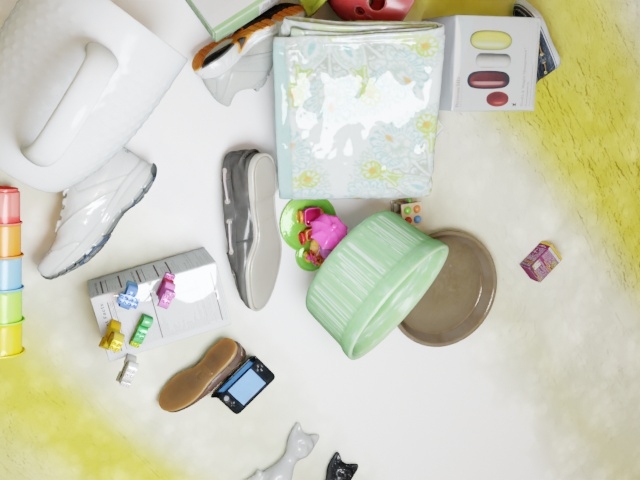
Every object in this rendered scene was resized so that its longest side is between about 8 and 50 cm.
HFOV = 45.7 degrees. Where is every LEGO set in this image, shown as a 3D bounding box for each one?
[{"bbox_3d":[-0.342,0.162,1.371,0.087,0.093,0.227,23,94,-22],"label":"LEGO set"}]

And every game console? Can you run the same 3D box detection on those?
[{"bbox_3d":[-0.164,0.312,1.627,0.122,0.071,0.107,-44,112,-5],"label":"game console"}]

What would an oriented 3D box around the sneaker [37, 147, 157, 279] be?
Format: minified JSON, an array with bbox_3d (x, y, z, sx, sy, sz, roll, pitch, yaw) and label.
[{"bbox_3d":[-0.442,-0.056,1.444,0.129,0.111,0.297,38,84,-7],"label":"sneaker"}]

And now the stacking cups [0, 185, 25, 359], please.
[{"bbox_3d":[-0.601,0.057,1.413,0.096,0.096,0.316,-1,98,-19],"label":"stacking cups"}]

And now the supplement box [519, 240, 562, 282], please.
[{"bbox_3d":[0.531,0.051,1.830,0.083,0.043,0.055,-44,112,-7],"label":"supplement box"}]

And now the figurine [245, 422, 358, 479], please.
[{"bbox_3d":[-0.041,0.544,1.723,0.215,0.092,0.209,43,78,-22],"label":"figurine"}]

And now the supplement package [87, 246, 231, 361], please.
[{"bbox_3d":[-0.319,0.120,1.495,0.244,0.134,0.139,-16,107,-16],"label":"supplement package"}]

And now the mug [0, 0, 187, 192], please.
[{"bbox_3d":[-0.416,-0.243,1.253,0.276,0.374,0.328,34,96,-28],"label":"mug"}]

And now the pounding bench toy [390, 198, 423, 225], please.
[{"bbox_3d":[0.191,-0.076,1.669,0.052,0.065,0.083,-9,105,-17],"label":"pounding bench toy"}]

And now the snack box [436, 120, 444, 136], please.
[{"bbox_3d":[0.090,-0.272,1.591,0.322,0.060,0.187,40,89,-22],"label":"snack box"}]

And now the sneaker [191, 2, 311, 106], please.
[{"bbox_3d":[-0.122,-0.365,1.491,0.262,0.099,0.121,-35,130,-11],"label":"sneaker"}]

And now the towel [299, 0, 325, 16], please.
[{"bbox_3d":[-0.061,-0.542,1.417,0.021,0.102,0.237,-34,90,-34],"label":"towel"}]

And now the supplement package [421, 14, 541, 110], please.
[{"bbox_3d":[0.334,-0.373,1.608,0.203,0.149,0.194,-5,104,-19],"label":"supplement package"}]

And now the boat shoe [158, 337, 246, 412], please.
[{"bbox_3d":[-0.242,0.291,1.596,0.207,0.073,0.073,-38,152,-2],"label":"boat shoe"}]

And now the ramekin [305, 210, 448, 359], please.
[{"bbox_3d":[0.109,0.084,1.555,0.148,0.303,0.303,41,86,18],"label":"ramekin"}]

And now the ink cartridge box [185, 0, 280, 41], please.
[{"bbox_3d":[-0.198,-0.521,1.440,0.171,0.056,0.235,-36,87,-9],"label":"ink cartridge box"}]

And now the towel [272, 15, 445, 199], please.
[{"bbox_3d":[0.071,-0.247,1.479,0.320,0.090,0.374,1,123,0],"label":"towel"}]

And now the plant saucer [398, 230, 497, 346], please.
[{"bbox_3d":[0.279,0.110,1.756,0.278,0.041,0.278,-4,103,-18],"label":"plant saucer"}]

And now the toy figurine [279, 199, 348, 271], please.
[{"bbox_3d":[0.000,0.000,1.568,0.130,0.159,0.173,-7,105,-18],"label":"toy figurine"}]

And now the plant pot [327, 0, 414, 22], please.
[{"bbox_3d":[0.088,-0.505,1.472,0.174,0.191,0.191,22,94,-17],"label":"plant pot"}]

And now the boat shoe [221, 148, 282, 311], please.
[{"bbox_3d":[-0.148,-0.023,1.559,0.112,0.095,0.335,-20,117,-52],"label":"boat shoe"}]

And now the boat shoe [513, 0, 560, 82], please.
[{"bbox_3d":[0.461,-0.436,1.683,0.083,0.065,0.183,-41,113,-8],"label":"boat shoe"}]
